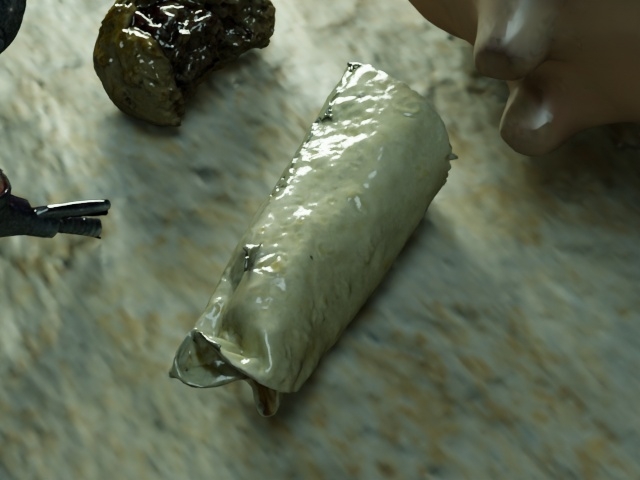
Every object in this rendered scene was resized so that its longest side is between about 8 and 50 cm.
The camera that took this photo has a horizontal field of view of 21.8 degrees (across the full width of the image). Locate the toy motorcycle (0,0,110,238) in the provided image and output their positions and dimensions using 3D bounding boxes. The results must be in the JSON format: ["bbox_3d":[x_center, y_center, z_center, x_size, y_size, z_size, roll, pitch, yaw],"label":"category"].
[{"bbox_3d":[-0.290,-0.024,0.883,0.358,0.125,0.212,-33,63,-18],"label":"toy motorcycle"}]

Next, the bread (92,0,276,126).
[{"bbox_3d":[-0.087,-0.122,0.974,0.082,0.060,0.113,28,60,23],"label":"bread"}]

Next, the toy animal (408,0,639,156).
[{"bbox_3d":[0.164,-0.169,0.869,0.326,0.237,0.269,16,55,28],"label":"toy animal"}]

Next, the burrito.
[{"bbox_3d":[0.000,0.000,0.861,0.087,0.060,0.226,19,54,22],"label":"burrito"}]
